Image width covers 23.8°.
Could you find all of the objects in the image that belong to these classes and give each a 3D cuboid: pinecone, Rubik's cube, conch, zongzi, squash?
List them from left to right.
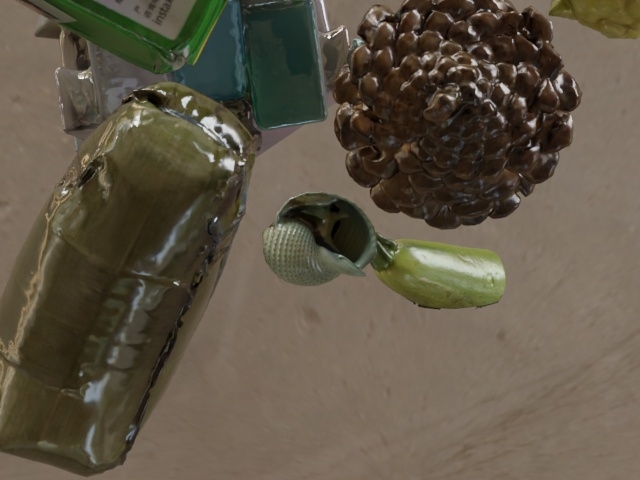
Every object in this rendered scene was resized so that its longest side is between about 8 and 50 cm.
[{"bbox_3d":[-0.166,-0.017,1.430,0.174,0.393,0.356,26,114,-5],"label":"zongzi"},{"bbox_3d":[-0.165,-0.268,1.888,0.387,0.368,0.358,-8,73,-6],"label":"Rubik's cube"},{"bbox_3d":[-0.001,-0.001,1.161,0.085,0.056,0.076,15,95,-6],"label":"conch"},{"bbox_3d":[0.113,0.035,1.749,0.200,0.075,0.090,12,49,-33],"label":"squash"},{"bbox_3d":[0.097,-0.096,1.115,0.179,0.195,0.150,10,53,3],"label":"pinecone"}]

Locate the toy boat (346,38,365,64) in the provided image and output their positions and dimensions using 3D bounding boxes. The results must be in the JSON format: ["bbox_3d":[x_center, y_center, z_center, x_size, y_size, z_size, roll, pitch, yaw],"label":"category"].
[{"bbox_3d":[0.058,-0.131,1.486,0.060,0.061,0.137,-14,89,29],"label":"toy boat"}]

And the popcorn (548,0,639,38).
[{"bbox_3d":[0.338,-0.359,1.777,0.225,0.249,0.249,-2,80,-3],"label":"popcorn"}]

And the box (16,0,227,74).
[{"bbox_3d":[-0.137,-0.210,0.757,0.250,0.103,0.180,26,101,-19],"label":"box"}]
